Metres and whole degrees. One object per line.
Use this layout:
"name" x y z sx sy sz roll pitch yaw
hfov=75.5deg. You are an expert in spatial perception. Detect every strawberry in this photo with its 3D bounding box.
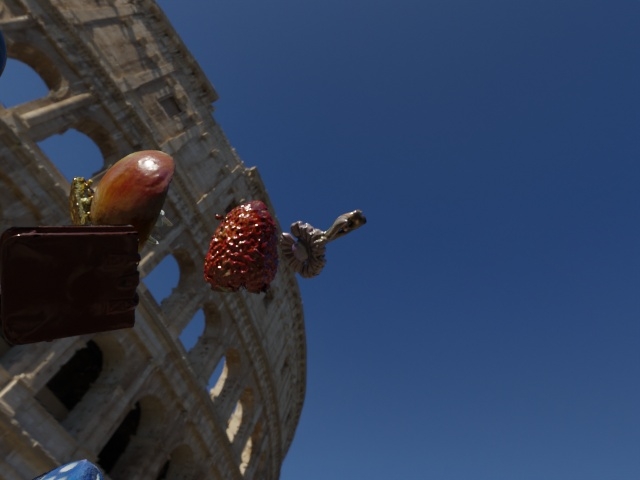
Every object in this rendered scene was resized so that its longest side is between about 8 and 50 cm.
"strawberry" -0.301 0.029 1.539 0.292 0.292 0.343 -5 -86 21

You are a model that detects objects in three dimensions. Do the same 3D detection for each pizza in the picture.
"pizza" -0.941 -0.087 1.645 0.268 0.087 0.257 -27 -108 50

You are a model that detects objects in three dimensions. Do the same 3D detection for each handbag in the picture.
"handbag" -0.563 0.092 0.948 0.084 0.275 0.260 24 -71 51

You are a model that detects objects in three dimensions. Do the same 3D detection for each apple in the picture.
"apple" -0.537 -0.123 1.209 0.254 0.346 0.179 15 -11 11

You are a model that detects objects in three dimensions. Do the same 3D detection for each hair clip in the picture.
"hair clip" -0.002 0.000 1.220 0.300 0.069 0.173 -34 -101 29

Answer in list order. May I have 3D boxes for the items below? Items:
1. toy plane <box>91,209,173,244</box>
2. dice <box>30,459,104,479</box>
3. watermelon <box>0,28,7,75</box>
"toy plane" -0.641 -0.069 1.388 0.255 0.101 0.251 -10 -36 -4
"dice" -0.484 0.511 0.760 0.143 0.146 0.146 -20 -90 -14
"watermelon" -0.830 -0.434 0.880 0.269 0.269 0.269 8 -55 12
